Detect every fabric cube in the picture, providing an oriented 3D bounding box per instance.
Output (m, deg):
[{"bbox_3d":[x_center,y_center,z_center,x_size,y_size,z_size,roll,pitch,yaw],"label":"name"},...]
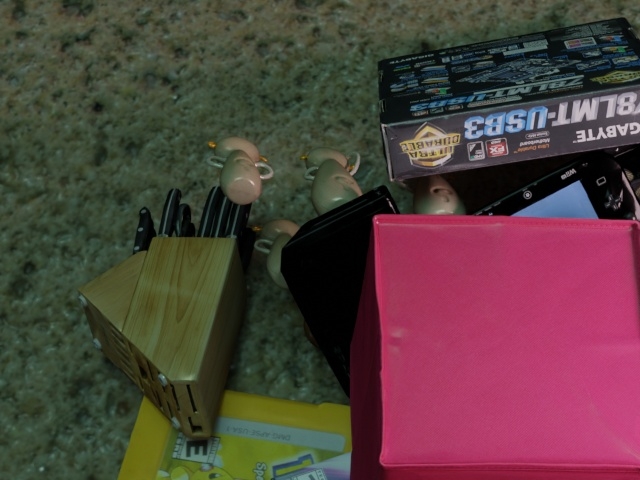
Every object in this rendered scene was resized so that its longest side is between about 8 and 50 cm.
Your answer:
[{"bbox_3d":[0.162,0.150,1.701,0.254,0.258,0.259,3,60,-4],"label":"fabric cube"}]

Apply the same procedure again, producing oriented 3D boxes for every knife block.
[{"bbox_3d":[-0.119,0.055,1.950,0.242,0.088,0.275,-32,45,-21],"label":"knife block"}]

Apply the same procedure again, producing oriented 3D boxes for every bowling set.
[{"bbox_3d":[0.000,0.000,1.968,0.287,0.200,0.154,12,22,-11],"label":"bowling set"}]

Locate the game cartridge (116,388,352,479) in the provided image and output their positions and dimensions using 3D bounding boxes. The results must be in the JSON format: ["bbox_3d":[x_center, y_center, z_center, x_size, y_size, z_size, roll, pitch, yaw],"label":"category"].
[{"bbox_3d":[-0.057,0.288,1.841,0.323,0.053,0.285,6,59,16],"label":"game cartridge"}]

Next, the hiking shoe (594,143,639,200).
[{"bbox_3d":[0.285,-0.044,1.950,0.086,0.114,0.227,36,70,29],"label":"hiking shoe"}]

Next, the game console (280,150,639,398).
[{"bbox_3d":[0.152,0.014,1.877,0.361,0.213,0.044,-27,18,0],"label":"game console"}]

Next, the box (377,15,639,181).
[{"bbox_3d":[0.209,-0.155,1.971,0.295,0.073,0.293,-10,20,4],"label":"box"}]

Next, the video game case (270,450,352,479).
[{"bbox_3d":[0.112,0.278,1.786,0.274,0.026,0.196,-17,63,-12],"label":"video game case"}]
